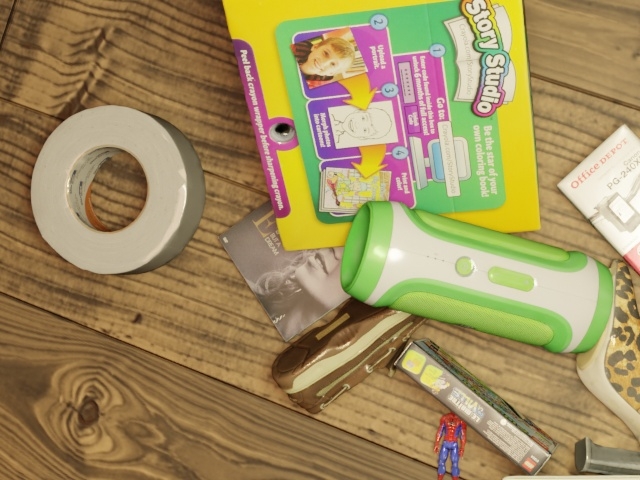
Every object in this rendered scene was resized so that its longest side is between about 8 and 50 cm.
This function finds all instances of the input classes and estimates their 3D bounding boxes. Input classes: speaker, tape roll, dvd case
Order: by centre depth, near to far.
[{"bbox_3d":[0.179,0.043,1.508,0.297,0.131,0.131,15,92,-12],"label":"speaker"},{"bbox_3d":[0.000,0.000,1.664,0.221,0.018,0.164,-36,80,10],"label":"dvd case"},{"bbox_3d":[-0.264,-0.064,1.709,0.219,0.072,0.219,-1,87,15],"label":"tape roll"}]

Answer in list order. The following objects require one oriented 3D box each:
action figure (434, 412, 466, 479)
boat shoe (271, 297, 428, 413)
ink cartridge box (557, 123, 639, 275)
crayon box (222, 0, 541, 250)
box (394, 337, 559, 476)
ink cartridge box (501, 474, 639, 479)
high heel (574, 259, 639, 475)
[{"bbox_3d":[0.160,0.256,1.610,0.038,0.030,0.115,5,88,20],"label":"action figure"},{"bbox_3d":[0.067,0.121,1.620,0.257,0.095,0.095,-33,116,5],"label":"boat shoe"},{"bbox_3d":[0.368,-0.047,1.545,0.109,0.063,0.150,-43,79,10],"label":"ink cartridge box"},{"bbox_3d":[0.081,-0.165,1.485,0.313,0.106,0.363,-6,130,8],"label":"crayon box"},{"bbox_3d":[0.188,0.196,1.559,0.207,0.114,0.036,39,98,12],"label":"box"},{"bbox_3d":[0.378,0.389,1.388,0.385,0.160,0.279,-1,78,7],"label":"ink cartridge box"},{"bbox_3d":[0.399,0.161,1.541,0.186,0.093,0.261,11,75,-10],"label":"high heel"}]
